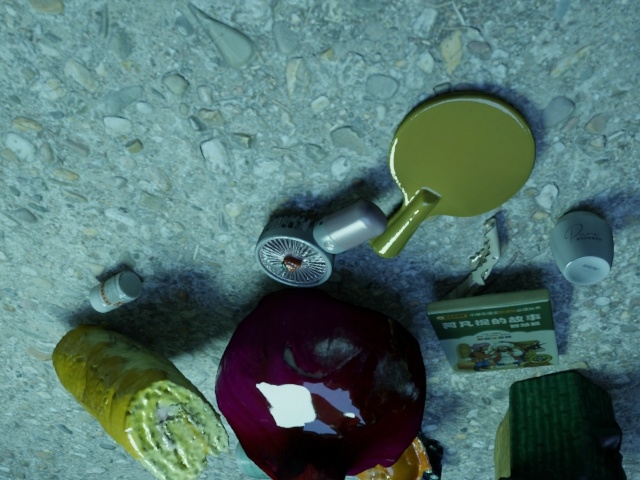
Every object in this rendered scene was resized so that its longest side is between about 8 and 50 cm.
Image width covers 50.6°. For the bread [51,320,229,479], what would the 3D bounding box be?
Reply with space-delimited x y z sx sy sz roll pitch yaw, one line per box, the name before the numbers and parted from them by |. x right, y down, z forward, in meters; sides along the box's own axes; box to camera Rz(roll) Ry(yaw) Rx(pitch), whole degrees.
bread | -0.351 0.288 1.277 0.375 0.165 0.237 14 143 51

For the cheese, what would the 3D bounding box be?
cheese | 0.097 0.437 1.448 0.329 0.129 0.217 -11 104 47

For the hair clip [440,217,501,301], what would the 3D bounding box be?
hair clip | 0.266 0.050 1.120 0.072 0.034 0.226 11 135 -7

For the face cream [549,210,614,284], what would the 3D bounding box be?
face cream | 0.392 0.011 1.013 0.091 0.095 0.091 5 137 5

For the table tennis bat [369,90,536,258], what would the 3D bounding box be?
table tennis bat | 0.171 -0.081 0.991 0.198 0.050 0.321 27 131 -13

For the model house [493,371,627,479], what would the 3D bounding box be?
model house | 0.485 0.474 1.269 0.334 0.382 0.343 6 138 3

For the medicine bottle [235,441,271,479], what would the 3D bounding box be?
medicine bottle | -0.056 0.470 1.480 0.110 0.110 0.351 35 148 -25

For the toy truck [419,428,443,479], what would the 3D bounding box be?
toy truck | 0.222 0.494 1.563 0.088 0.074 0.202 -14 133 34

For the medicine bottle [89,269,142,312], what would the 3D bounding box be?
medicine bottle | -0.380 0.095 1.258 0.089 0.057 0.057 -24 127 30

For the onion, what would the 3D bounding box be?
onion | -0.016 0.320 1.173 0.397 0.421 0.399 11 143 8

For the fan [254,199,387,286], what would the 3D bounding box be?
fan | 0.000 0.000 1.065 0.244 0.074 0.130 -25 124 40

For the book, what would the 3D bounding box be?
book | 0.313 0.169 1.204 0.201 0.027 0.264 -8 145 18
